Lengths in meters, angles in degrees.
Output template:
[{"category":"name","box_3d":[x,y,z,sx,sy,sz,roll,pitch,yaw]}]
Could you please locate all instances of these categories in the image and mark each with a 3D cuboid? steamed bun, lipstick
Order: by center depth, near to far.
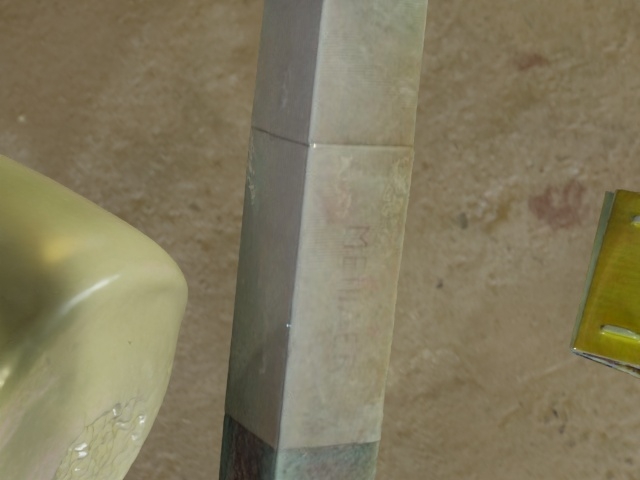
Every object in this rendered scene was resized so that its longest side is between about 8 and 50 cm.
[{"category":"lipstick","box_3d":[0.000,0.000,0.766,0.080,0.076,0.371,22,109,58]},{"category":"steamed bun","box_3d":[-0.369,0.128,1.111,0.371,0.290,0.456,26,79,15]}]

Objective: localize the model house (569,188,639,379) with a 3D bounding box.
[{"category":"model house","box_3d":[0.369,0.111,1.142,0.324,0.340,0.300,18,82,-1]}]
